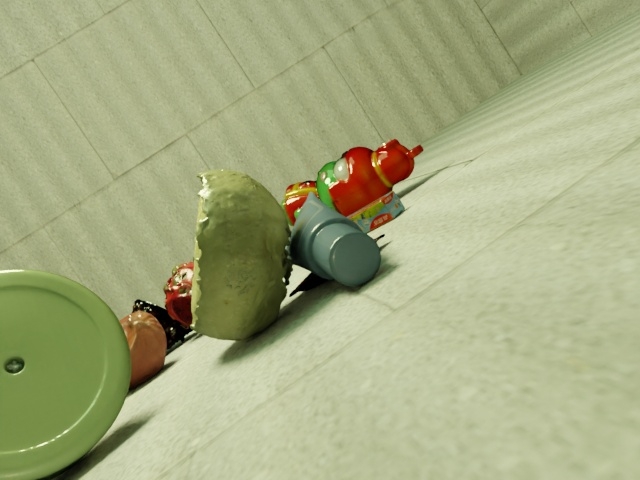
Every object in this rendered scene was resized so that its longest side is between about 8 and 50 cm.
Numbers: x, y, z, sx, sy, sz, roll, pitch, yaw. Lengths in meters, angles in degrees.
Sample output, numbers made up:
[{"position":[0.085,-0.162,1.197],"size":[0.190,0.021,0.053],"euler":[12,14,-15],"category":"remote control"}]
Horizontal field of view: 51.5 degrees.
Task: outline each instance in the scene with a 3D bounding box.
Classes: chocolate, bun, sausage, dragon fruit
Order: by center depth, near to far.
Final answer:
[{"position":[-0.115,0.022,0.980],"size":[0.152,0.260,0.259],"euler":[4,-4,-13],"category":"bun"},{"position":[0.022,0.039,1.041],"size":[0.182,0.028,0.086],"euler":[-27,11,42],"category":"chocolate"},{"position":[-0.398,0.232,1.318],"size":[0.254,0.148,0.148],"euler":[-24,10,43],"category":"sausage"},{"position":[-0.249,0.111,1.459],"size":[0.172,0.166,0.160],"euler":[-60,-15,-55],"category":"dragon fruit"},{"position":[-0.385,0.224,1.518],"size":[0.133,0.156,0.156],"euler":[-66,15,-16],"category":"chocolate"}]

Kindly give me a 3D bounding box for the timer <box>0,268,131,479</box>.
[{"position":[-0.435,0.239,0.962],"size":[0.290,0.291,0.315],"euler":[-37,-14,-35],"category":"timer"}]

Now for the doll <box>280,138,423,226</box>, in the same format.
[{"position":[0.081,-0.129,1.556],"size":[0.363,0.160,0.182],"euler":[-29,7,23],"category":"doll"}]

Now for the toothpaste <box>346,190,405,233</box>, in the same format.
[{"position":[0.073,-0.030,1.298],"size":[0.193,0.044,0.070],"euler":[-29,8,46],"category":"toothpaste"}]

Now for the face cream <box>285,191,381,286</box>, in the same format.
[{"position":[0.000,0.000,0.991],"size":[0.385,0.086,0.136],"euler":[-151,83,-75],"category":"face cream"}]
